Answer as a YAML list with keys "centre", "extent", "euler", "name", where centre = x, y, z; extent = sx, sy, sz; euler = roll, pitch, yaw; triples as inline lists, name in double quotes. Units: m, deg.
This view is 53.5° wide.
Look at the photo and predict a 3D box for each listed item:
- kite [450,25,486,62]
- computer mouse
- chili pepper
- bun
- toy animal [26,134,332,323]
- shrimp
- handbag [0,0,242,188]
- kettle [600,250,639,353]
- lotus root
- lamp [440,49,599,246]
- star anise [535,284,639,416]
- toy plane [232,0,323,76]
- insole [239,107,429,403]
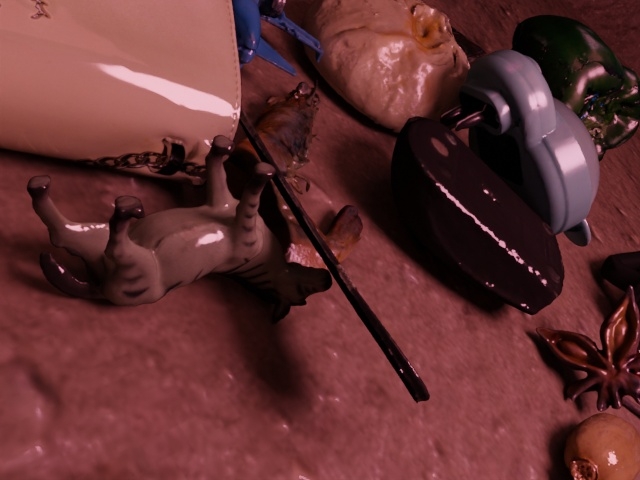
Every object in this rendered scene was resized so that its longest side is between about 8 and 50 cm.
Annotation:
- centre: [0.132, -0.364, 1.027]
  extent: [0.285, 0.152, 0.015]
  euler: [33, 77, -28]
  name: "kite"
- centre: [0.175, -0.024, 0.771]
  extent: [0.269, 0.100, 0.170]
  euler: [42, 35, -9]
  name: "computer mouse"
- centre: [0.428, -0.268, 1.153]
  extent: [0.248, 0.233, 0.256]
  euler: [30, 28, -42]
  name: "chili pepper"
- centre: [0.112, -0.279, 0.929]
  extent: [0.287, 0.146, 0.287]
  euler: [24, 37, -19]
  name: "bun"
- centre: [-0.097, 0.010, 0.490]
  extent: [0.217, 0.176, 0.073]
  euler: [-13, 46, -21]
  name: "toy animal"
- centre: [-0.012, -0.077, 0.697]
  extent: [0.169, 0.058, 0.296]
  euler: [40, 40, -14]
  name: "shrimp"
- centre: [-0.252, -0.180, 0.492]
  extent: [0.358, 0.160, 0.237]
  euler: [7, 56, -38]
  name: "handbag"
- centre: [0.585, 0.117, 0.971]
  extent: [0.308, 0.262, 0.203]
  euler: [-8, 95, -50]
  name: "kettle"
- centre: [0.298, 0.223, 0.668]
  extent: [0.150, 0.062, 0.073]
  euler: [-8, 59, -48]
  name: "lotus root"
- centre: [0.279, -0.126, 0.867]
  extent: [0.284, 0.147, 0.209]
  euler: [44, 2, -33]
  name: "lamp"
- centre: [0.400, 0.172, 0.795]
  extent: [0.218, 0.148, 0.227]
  euler: [28, -7, 38]
  name: "star anise"
- centre: [-0.114, -0.307, 0.793]
  extent: [0.254, 0.105, 0.271]
  euler: [8, 52, -33]
  name: "toy plane"
- centre: [0.000, 0.000, 0.527]
  extent: [0.309, 0.012, 0.110]
  euler: [56, -6, 32]
  name: "insole"
